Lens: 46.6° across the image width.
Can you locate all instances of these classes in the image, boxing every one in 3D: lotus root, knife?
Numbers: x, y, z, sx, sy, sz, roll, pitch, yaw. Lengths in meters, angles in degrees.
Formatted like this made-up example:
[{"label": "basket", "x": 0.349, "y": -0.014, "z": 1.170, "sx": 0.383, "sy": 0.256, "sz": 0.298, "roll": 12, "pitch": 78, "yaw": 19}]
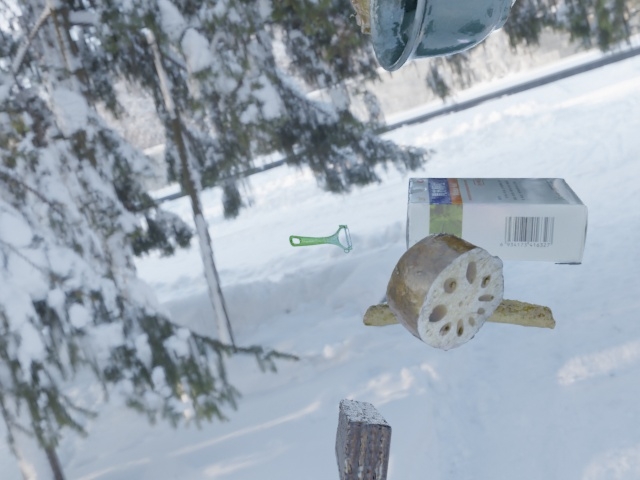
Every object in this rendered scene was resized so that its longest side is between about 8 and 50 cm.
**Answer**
[{"label": "lotus root", "x": 0.132, "y": 0.049, "z": 0.803, "sx": 0.122, "sy": 0.112, "sz": 0.081, "roll": -48, "pitch": 49, "yaw": 1}, {"label": "knife", "x": -0.001, "y": 0.001, "z": 1.836, "sx": 0.166, "sy": 0.078, "sz": 0.022, "roll": -4, "pitch": -25, "yaw": -22}]

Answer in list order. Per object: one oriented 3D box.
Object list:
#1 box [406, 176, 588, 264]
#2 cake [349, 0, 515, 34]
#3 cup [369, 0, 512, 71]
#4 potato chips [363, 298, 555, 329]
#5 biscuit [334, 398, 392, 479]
[{"label": "box", "x": 0.306, "y": -0.043, "z": 1.337, "sx": 0.299, "sy": 0.106, "sz": 0.200, "roll": 2, "pitch": 18, "yaw": 7}, {"label": "cake", "x": 0.190, "y": -0.470, "z": 1.296, "sx": 0.332, "sy": 0.332, "sz": 0.321, "roll": -19, "pitch": -7, "yaw": -8}, {"label": "cup", "x": 0.162, "y": -0.314, "z": 0.951, "sx": 0.150, "sy": 0.199, "sz": 0.199, "roll": -1, "pitch": 3, "yaw": -14}, {"label": "potato chips", "x": 0.292, "y": 0.152, "z": 1.590, "sx": 0.406, "sy": 0.057, "sz": 0.080, "roll": 1, "pitch": 12, "yaw": -2}, {"label": "biscuit", "x": 0.068, "y": 0.348, "z": 1.296, "sx": 0.073, "sy": 0.107, "sz": 0.388, "roll": 7, "pitch": -7, "yaw": 0}]
